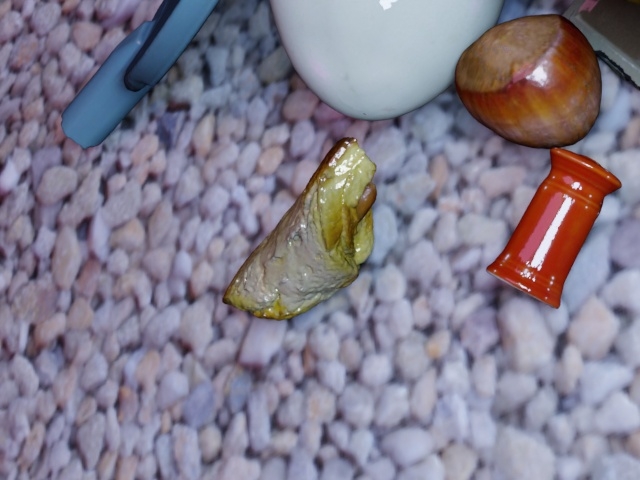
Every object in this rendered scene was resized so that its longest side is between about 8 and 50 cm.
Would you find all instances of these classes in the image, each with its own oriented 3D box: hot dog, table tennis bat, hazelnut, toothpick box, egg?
[{"bbox_3d":[0.001,0.001,0.957,0.169,0.061,0.078,-50,10,43],"label":"hot dog"},{"bbox_3d":[-0.093,-0.182,1.088,0.329,0.044,0.215,-47,18,37],"label":"table tennis bat"},{"bbox_3d":[0.122,-0.089,0.869,0.086,0.086,0.086,-19,60,37],"label":"hazelnut"},{"bbox_3d":[0.131,-0.008,0.849,0.047,0.047,0.083,30,93,46],"label":"toothpick box"},{"bbox_3d":[0.042,-0.171,0.927,0.151,0.151,0.209,-9,60,41],"label":"egg"}]

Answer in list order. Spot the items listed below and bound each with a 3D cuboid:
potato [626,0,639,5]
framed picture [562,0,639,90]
[{"bbox_3d":[0.196,-0.199,0.753,0.195,0.176,0.369,-59,39,5],"label":"potato"},{"bbox_3d":[0.293,-0.126,0.765,0.247,0.022,0.335,-53,45,12],"label":"framed picture"}]
